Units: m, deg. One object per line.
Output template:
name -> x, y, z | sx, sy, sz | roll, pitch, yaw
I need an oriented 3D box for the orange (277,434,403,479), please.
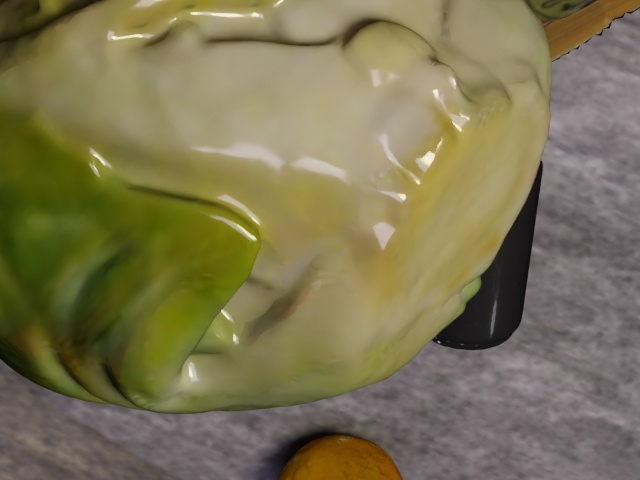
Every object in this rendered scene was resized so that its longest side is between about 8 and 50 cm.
orange -> 0.012, 0.162, 1.169 | 0.083, 0.070, 0.083 | -8, 117, -15

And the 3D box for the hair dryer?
hair dryer -> 0.000, -0.001, 1.082 | 0.248, 0.070, 0.114 | 2, 119, -2

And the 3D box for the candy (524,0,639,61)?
candy -> 0.086, -0.193, 0.922 | 0.143, 0.101, 0.271 | -22, 128, 17

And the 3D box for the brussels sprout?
brussels sprout -> -0.066, -0.059, 0.901 | 0.344, 0.268, 0.344 | 28, 142, 25
